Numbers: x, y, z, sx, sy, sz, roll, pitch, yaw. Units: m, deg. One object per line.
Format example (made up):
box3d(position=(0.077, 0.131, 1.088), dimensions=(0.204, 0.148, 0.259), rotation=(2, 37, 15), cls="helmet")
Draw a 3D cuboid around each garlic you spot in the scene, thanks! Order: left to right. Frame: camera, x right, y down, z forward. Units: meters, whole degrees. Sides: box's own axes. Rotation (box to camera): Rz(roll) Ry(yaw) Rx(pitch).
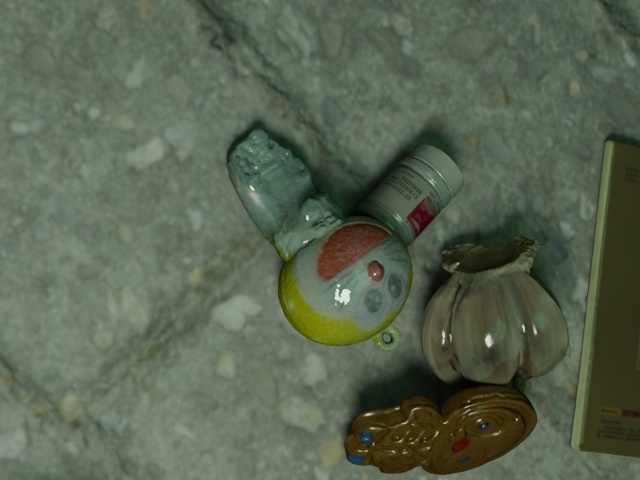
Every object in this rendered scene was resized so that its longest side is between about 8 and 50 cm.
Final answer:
box3d(position=(0.159, 0.103, 1.178), dimensions=(0.131, 0.127, 0.194), rotation=(-3, 118, 8), cls="garlic")

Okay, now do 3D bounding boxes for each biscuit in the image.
box3d(position=(0.108, 0.173, 1.147), dimensions=(0.175, 0.124, 0.026), rotation=(-2, 50, -18), cls="biscuit")

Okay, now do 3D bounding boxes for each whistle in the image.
box3d(position=(0.000, 0.000, 1.103), dimensions=(0.123, 0.123, 0.223), rotation=(-34, 88, -23), cls="whistle")

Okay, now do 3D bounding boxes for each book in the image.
box3d(position=(0.361, 0.068, 1.317), dimensions=(0.217, 0.021, 0.310), rotation=(10, 84, -24), cls="book")

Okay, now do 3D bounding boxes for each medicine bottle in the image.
box3d(position=(0.079, -0.037, 1.166), dimensions=(0.091, 0.058, 0.058), rotation=(-46, 107, -20), cls="medicine bottle")
